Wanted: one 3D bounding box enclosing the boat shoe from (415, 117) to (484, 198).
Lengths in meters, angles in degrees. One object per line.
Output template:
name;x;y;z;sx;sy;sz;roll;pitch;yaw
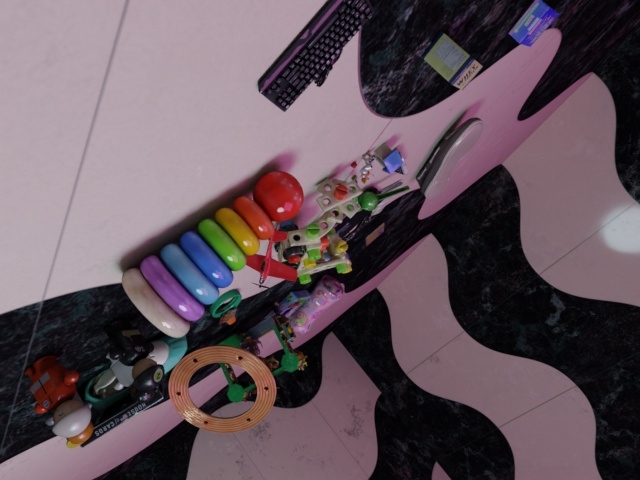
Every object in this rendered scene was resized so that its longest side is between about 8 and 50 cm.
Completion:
boat shoe;0.398;-0.274;1.383;0.112;0.096;0.335;-17;150;-27

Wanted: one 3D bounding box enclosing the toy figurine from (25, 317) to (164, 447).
toy figurine;-0.415;0.276;0.815;0.213;0.148;0.209;-29;161;-37

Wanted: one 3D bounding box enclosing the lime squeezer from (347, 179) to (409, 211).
lime squeezer;0.132;-0.125;1.167;0.310;0.059;0.110;-6;139;-54

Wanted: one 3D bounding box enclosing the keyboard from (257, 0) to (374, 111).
keyboard;0.001;-0.251;0.582;0.180;0.023;0.108;-44;165;13

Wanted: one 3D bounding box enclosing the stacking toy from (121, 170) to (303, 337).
stacking toy;-0.158;0.006;0.728;0.330;0.141;0.141;-41;165;-12

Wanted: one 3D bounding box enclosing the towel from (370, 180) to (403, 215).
towel;0.205;-0.127;1.416;0.113;0.023;0.152;-28;161;-36

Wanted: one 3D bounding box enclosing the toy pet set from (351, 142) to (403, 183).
toy pet set;0.139;-0.172;1.050;0.114;0.065;0.122;-40;165;-4

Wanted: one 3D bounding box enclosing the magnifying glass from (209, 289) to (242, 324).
magnifying glass;-0.260;0.195;1.204;0.092;0.026;0.231;-35;162;-20

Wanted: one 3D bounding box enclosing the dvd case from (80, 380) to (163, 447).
dvd case;-0.459;0.377;1.009;0.179;0.030;0.238;-29;-173;-19

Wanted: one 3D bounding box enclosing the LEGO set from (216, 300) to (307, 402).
LEGO set;-0.196;0.396;1.500;0.331;0.255;0.192;-39;165;8

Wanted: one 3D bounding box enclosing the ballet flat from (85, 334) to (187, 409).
ballet flat;-0.417;0.291;0.981;0.247;0.083;0.087;-35;159;-21

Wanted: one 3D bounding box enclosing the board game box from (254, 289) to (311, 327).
board game box;-0.145;0.276;1.670;0.211;0.039;0.160;-43;165;12

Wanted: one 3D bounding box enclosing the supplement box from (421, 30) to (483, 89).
supplement box;0.251;-0.340;0.816;0.056;0.083;0.083;-49;162;30

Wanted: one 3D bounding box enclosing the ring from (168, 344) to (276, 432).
ring;-0.308;0.471;1.363;0.336;0.336;0.032;-44;-165;14

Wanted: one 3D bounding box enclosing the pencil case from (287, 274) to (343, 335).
pencil case;-0.027;0.273;1.794;0.284;0.124;0.124;-49;163;26

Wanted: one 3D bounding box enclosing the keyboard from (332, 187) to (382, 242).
keyboard;0.071;-0.036;1.335;0.317;0.033;0.201;-43;158;10

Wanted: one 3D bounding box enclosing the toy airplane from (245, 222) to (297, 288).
toy airplane;-0.110;0.032;0.926;0.151;0.151;0.028;-44;166;13

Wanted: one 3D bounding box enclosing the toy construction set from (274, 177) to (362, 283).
toy construction set;0.000;0.000;1.036;0.215;0.151;0.328;-10;147;-14

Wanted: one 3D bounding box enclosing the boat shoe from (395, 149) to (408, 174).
boat shoe;0.209;-0.208;1.170;0.040;0.049;0.142;-24;166;12

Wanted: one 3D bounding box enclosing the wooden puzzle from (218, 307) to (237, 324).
wooden puzzle;-0.257;0.210;1.192;0.049;0.006;0.083;-28;160;-36

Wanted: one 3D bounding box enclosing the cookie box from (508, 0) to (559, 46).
cookie box;0.508;-0.516;1.022;0.107;0.040;0.092;-23;157;-49

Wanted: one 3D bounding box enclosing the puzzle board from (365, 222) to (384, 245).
puzzle board;0.223;-0.025;1.768;0.096;0.011;0.128;-41;165;-4
